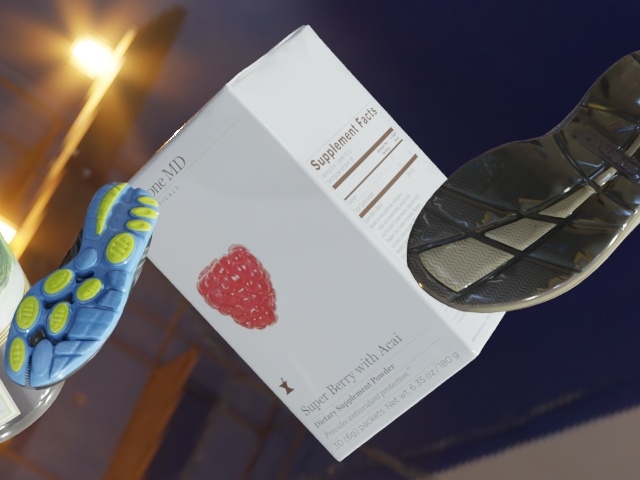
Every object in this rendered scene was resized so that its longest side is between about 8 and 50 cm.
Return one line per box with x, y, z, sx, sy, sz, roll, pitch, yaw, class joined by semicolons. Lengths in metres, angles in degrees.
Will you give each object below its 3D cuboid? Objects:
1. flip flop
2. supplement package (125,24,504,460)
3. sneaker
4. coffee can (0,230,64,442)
0.173;-0.035;1.216;0.277;0.112;0.080;-40;163;-28;flip flop
0.000;0.000;1.480;0.177;0.293;0.175;-42;-177;32;supplement package
-0.164;0.040;1.245;0.078;0.067;0.188;105;7;-45;sneaker
-0.417;0.068;1.906;0.201;0.275;0.201;-12;-139;11;coffee can
